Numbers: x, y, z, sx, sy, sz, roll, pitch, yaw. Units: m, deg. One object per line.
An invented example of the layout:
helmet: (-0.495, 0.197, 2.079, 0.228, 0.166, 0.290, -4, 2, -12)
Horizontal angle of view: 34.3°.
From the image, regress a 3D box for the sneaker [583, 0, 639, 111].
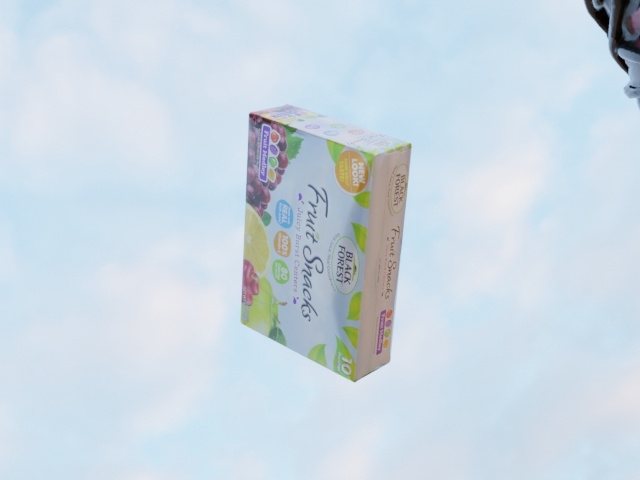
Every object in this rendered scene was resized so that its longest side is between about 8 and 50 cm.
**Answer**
sneaker: (0.267, -0.164, 0.761, 0.185, 0.483, 0.202, -20, -33, -44)

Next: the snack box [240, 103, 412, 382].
snack box: (0.000, 0.000, 0.616, 0.037, 0.100, 0.141, -21, -57, -44)
